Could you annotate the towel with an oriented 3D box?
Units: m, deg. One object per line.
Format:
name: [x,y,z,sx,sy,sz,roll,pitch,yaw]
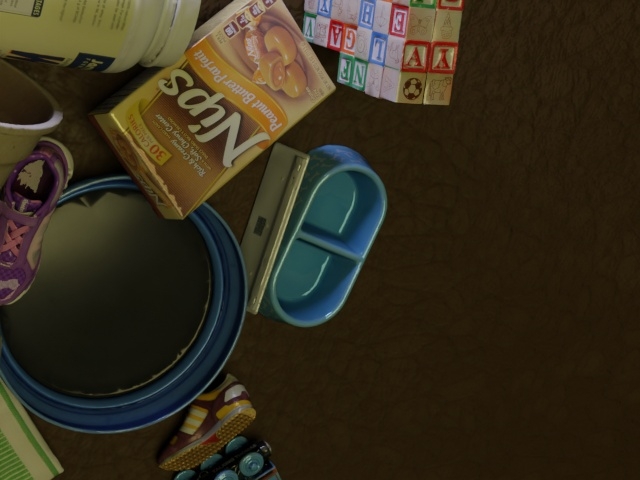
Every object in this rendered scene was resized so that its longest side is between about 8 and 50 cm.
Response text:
towel: [-0.544,0.347,1.909,0.325,0.038,0.248,-40,124,-24]

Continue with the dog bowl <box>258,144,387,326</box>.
dog bowl: [0.000,0.000,2.084,0.166,0.074,0.297,23,94,-30]

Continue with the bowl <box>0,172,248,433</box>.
bowl: [-0.300,0.088,1.963,0.391,0.077,0.391,-8,109,-24]

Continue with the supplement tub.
supplement tub: [-0.335,-0.341,1.721,0.325,0.235,0.235,5,103,-27]

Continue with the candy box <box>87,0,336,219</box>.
candy box: [-0.148,-0.195,1.897,0.316,0.087,0.183,-43,112,-24]

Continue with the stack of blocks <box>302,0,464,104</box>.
stack of blocks: [0.079,-0.302,1.899,0.087,0.297,0.171,-1,107,-28]

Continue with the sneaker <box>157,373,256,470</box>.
sneaker: [-0.185,0.284,2.093,0.185,0.084,0.069,-36,148,14]

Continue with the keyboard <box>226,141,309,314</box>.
keyboard: [-0.083,-0.019,2.040,0.014,0.072,0.256,11,101,-48]

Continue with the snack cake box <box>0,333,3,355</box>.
snack cake box: [-0.561,0.183,1.781,0.264,0.152,0.089,-23,115,3]

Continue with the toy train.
toy train: [-0.149,0.390,2.132,0.184,0.080,0.105,-32,123,-14]

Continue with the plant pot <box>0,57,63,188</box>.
plant pot: [-0.535,-0.088,1.682,0.334,0.334,0.305,17,109,-29]

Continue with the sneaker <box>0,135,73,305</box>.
sneaker: [-0.399,-0.027,1.784,0.095,0.104,0.236,21,89,-12]
